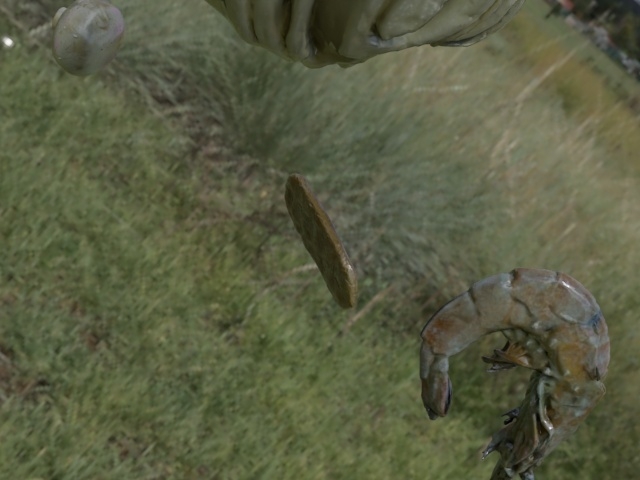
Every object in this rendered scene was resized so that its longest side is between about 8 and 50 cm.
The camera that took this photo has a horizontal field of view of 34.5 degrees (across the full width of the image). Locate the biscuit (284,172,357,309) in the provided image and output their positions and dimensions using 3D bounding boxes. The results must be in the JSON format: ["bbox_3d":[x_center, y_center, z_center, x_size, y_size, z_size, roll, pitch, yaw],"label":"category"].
[{"bbox_3d":[0.000,0.000,0.970,0.018,0.071,0.147,-19,63,-20],"label":"biscuit"}]

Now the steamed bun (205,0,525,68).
[{"bbox_3d":[0.043,-0.263,0.807,0.289,0.276,0.203,16,9,-19],"label":"steamed bun"}]

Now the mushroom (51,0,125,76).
[{"bbox_3d":[-0.235,-0.205,1.028,0.067,0.083,0.083,28,17,9],"label":"mushroom"}]

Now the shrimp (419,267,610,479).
[{"bbox_3d":[0.240,0.191,1.338,0.247,0.360,0.085,12,27,3],"label":"shrimp"}]
